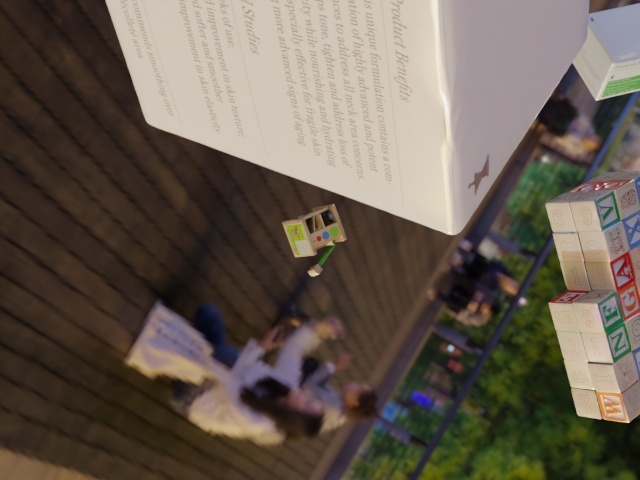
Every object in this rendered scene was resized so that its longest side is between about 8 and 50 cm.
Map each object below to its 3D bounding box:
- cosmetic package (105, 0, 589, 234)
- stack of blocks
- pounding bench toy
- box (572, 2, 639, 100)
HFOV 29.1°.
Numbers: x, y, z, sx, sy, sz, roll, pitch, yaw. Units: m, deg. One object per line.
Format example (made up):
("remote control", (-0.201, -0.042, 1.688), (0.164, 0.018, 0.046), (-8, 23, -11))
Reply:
("cosmetic package", (0.031, -0.274, 1.234), (0.327, 0.393, 0.329), (-53, 152, -30))
("stack of blocks", (0.397, 0.072, 1.666), (0.171, 0.087, 0.297), (-25, 105, -35))
("pounding bench toy", (0.000, 0.000, 1.676), (0.065, 0.083, 0.052), (-24, -172, -30))
("box", (0.433, -0.275, 1.795), (0.101, 0.102, 0.087), (-14, 148, -16))
